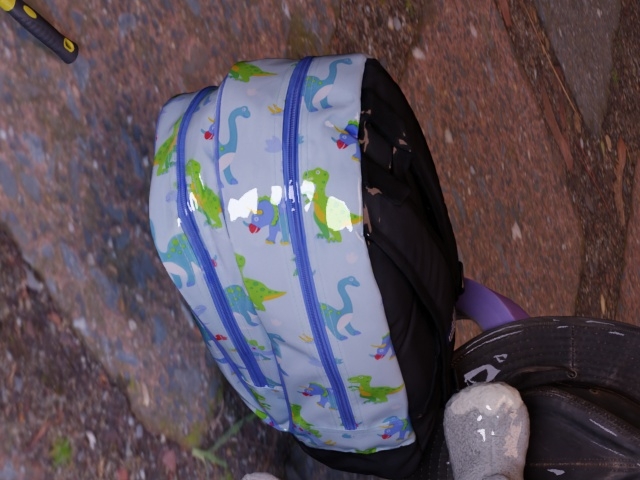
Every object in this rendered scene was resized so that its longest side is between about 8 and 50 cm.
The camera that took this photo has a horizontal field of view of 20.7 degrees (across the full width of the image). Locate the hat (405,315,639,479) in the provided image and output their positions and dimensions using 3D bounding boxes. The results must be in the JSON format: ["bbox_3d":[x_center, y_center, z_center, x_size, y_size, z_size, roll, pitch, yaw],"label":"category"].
[{"bbox_3d":[0.220,0.198,1.527,0.134,0.331,0.331,63,22,-70],"label":"hat"}]

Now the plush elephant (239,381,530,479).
[{"bbox_3d":[0.023,0.279,1.336,0.255,0.272,0.330,23,43,-42],"label":"plush elephant"}]

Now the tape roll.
[{"bbox_3d":[0.122,0.131,1.697,0.080,0.189,0.189,23,58,-60],"label":"tape roll"}]

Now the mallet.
[{"bbox_3d":[-0.231,-0.186,1.281,0.190,0.039,0.062,30,56,-63],"label":"mallet"}]

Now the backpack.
[{"bbox_3d":[0.000,0.000,1.448,0.355,0.273,0.290,94,4,-64],"label":"backpack"}]
